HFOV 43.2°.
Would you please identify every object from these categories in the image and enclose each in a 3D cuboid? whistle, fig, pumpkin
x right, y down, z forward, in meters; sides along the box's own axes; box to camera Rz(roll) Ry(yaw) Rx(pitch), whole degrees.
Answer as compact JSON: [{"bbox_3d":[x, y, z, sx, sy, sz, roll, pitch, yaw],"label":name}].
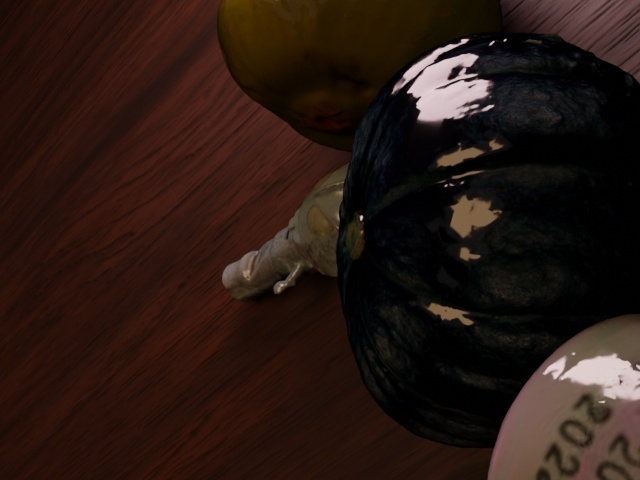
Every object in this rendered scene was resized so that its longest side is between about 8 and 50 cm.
[{"bbox_3d":[0.001,0.001,1.011,0.346,0.134,0.142,-29,61,42],"label":"whistle"},{"bbox_3d":[0.054,-0.280,0.927,0.343,0.343,0.343,-15,66,38],"label":"fig"},{"bbox_3d":[0.155,-0.004,0.716,0.363,0.266,0.363,-174,90,-83],"label":"pumpkin"}]

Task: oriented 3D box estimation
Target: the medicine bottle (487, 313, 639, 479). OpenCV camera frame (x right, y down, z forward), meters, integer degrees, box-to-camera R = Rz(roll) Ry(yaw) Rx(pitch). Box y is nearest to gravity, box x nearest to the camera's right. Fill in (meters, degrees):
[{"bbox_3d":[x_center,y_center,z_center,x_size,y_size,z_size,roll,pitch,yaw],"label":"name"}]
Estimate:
[{"bbox_3d":[0.283,0.196,0.412,0.388,0.219,0.219,29,96,59],"label":"medicine bottle"}]
